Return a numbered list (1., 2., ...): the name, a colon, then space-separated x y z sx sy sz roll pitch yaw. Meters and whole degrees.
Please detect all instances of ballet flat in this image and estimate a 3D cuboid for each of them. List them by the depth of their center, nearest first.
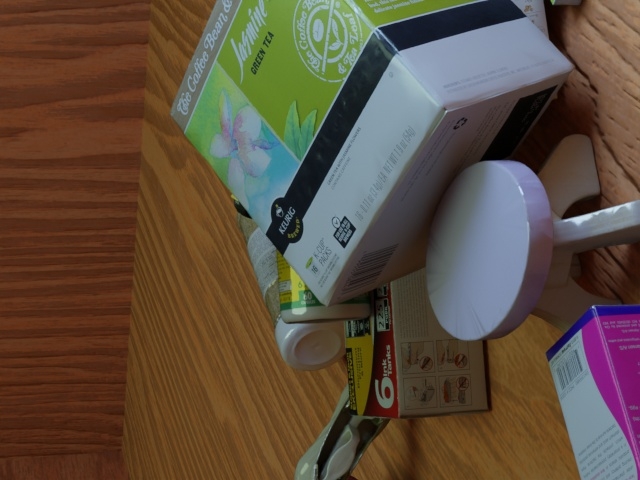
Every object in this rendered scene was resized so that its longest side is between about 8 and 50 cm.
1. ballet flat: 0.053 0.266 1.957 0.248 0.086 0.086 -58 15 -11

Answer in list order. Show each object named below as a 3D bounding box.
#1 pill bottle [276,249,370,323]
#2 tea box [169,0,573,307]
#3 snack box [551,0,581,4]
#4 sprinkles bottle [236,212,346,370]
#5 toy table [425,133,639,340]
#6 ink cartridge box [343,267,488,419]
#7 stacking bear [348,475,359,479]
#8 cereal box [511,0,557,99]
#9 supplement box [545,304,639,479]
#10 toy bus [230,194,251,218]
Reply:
1. pill bottle: 0.000 0.000 1.760 0.117 0.118 0.208 158 109 -71
2. tea box: 0.043 -0.167 1.534 0.323 0.220 0.329 51 137 22
3. snack box: 0.269 -0.336 1.455 0.141 0.037 0.100 107 156 -49
4. sprinkles bottle: -0.051 0.060 2.331 0.355 0.121 0.121 -112 27 -46
5. toy table: 0.229 0.012 1.419 0.274 0.161 0.252 162 105 -72
6. ink cartridge box: 0.106 0.082 1.848 0.272 0.130 0.309 159 107 -72
7. stacking bear: 0.083 0.432 1.935 0.289 0.175 0.164 3 102 62
8. cereal box: 0.204 -0.278 1.568 0.173 0.047 0.240 -153 52 -74
9. supplement box: 0.307 0.181 1.278 0.111 0.114 0.220 120 145 -57
10. toy bus: -0.015 -0.103 2.158 0.211 0.149 0.220 -66 -23 -2
